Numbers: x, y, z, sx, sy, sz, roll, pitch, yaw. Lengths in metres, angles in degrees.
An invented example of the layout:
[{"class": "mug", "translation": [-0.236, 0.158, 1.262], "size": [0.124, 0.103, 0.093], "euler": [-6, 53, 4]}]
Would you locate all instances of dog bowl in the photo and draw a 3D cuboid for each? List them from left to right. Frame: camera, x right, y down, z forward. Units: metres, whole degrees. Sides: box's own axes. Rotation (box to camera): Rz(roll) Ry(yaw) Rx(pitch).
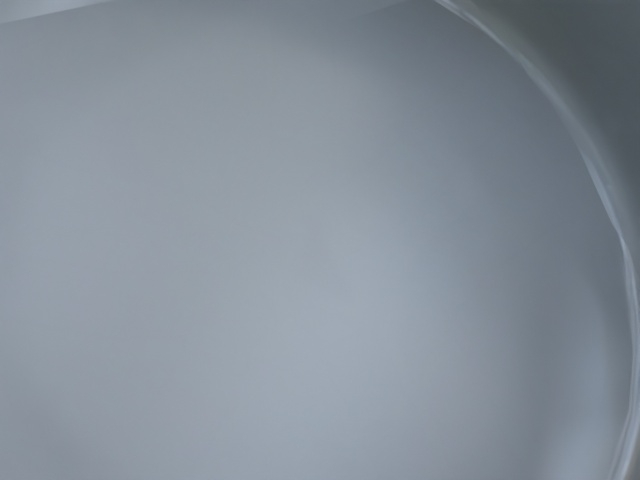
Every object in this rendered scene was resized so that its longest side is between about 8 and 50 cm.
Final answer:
[{"class": "dog bowl", "translation": [0.000, 0.000, 0.459], "size": [0.348, 0.102, 0.349], "euler": [7, 67, -17]}]
